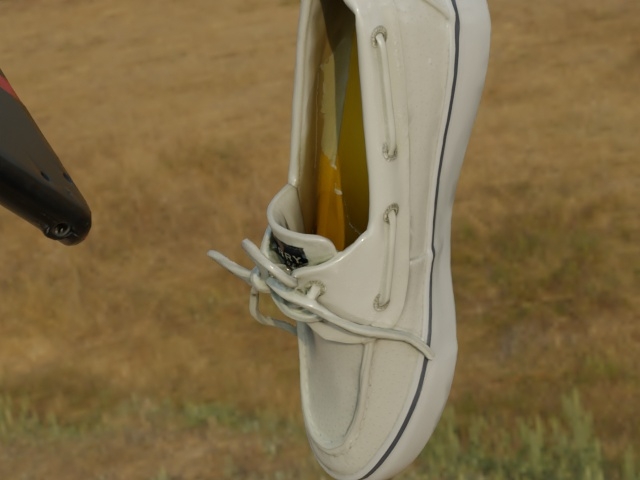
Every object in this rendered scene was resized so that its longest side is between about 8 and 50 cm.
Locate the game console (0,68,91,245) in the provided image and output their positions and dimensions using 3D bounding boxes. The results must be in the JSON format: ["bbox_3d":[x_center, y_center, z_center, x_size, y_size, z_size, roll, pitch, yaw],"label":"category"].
[{"bbox_3d":[-0.340,-0.169,0.986,0.060,0.386,0.342,-41,56,7],"label":"game console"}]

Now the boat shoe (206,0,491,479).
[{"bbox_3d":[0.006,0.002,0.922,0.156,0.367,0.136,-11,30,-39],"label":"boat shoe"}]
